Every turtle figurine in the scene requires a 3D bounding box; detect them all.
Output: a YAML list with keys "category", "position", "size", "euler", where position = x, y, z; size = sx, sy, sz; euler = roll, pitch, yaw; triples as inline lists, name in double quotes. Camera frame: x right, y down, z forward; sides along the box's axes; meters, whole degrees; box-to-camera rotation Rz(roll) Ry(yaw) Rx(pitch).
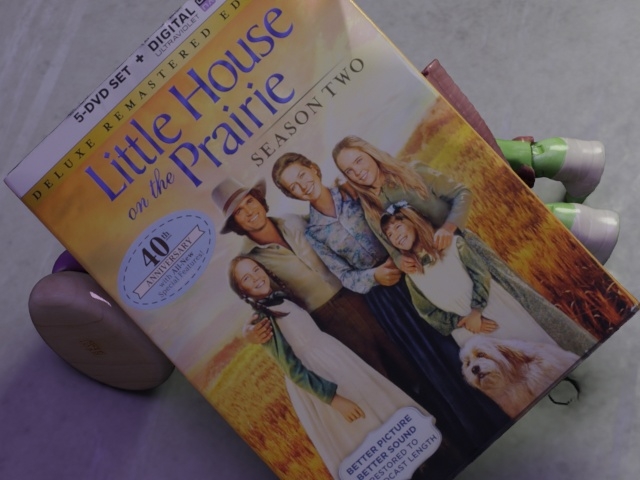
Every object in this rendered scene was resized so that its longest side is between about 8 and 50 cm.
- category: "turtle figurine"
  position: [0.110, -0.025, 1.338]
  size: [0.266, 0.274, 0.198]
  euler: [10, 13, -12]

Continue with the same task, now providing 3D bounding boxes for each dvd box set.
- category: "dvd box set"
  position: [0.000, 0.000, 1.197]
  size: [0.307, 0.062, 0.420]
  euler: [-42, 89, 5]

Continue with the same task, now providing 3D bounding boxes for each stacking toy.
- category: "stacking toy"
  position: [-0.126, -0.029, 1.372]
  size: [0.141, 0.141, 0.330]
  euler: [18, 56, 19]
